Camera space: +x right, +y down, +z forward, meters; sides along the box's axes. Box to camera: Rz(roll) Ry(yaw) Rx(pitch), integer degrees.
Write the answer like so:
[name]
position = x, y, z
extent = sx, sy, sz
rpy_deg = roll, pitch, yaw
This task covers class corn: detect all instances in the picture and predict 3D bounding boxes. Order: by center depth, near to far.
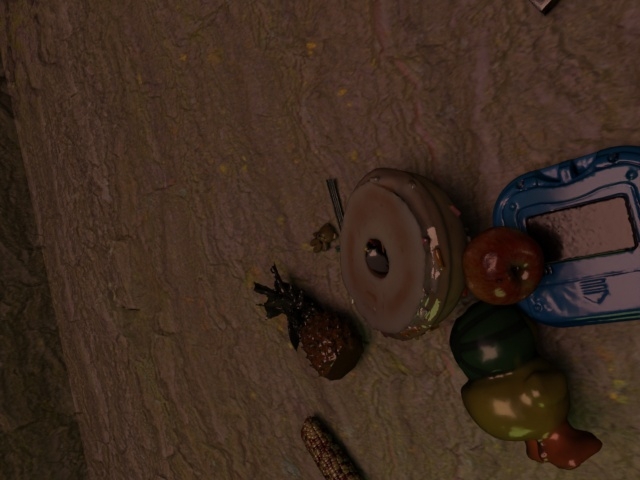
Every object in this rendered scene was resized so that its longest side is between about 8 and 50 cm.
[corn]
position = 0.027, 0.600, 1.477
extent = 0.253, 0.086, 0.086
rpy_deg = 50, 123, 22

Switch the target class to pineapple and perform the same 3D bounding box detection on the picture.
[pineapple]
position = -0.042, 0.214, 1.450
extent = 0.364, 0.165, 0.165
rpy_deg = 38, 118, 38

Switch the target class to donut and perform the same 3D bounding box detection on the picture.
[donut]
position = 0.176, 0.028, 1.175
extent = 0.383, 0.142, 0.382
rpy_deg = 19, 112, 62

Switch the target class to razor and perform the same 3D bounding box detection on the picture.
[razor]
position = 0.047, -0.067, 1.392
extent = 0.068, 0.037, 0.191
rpy_deg = -15, 82, -3

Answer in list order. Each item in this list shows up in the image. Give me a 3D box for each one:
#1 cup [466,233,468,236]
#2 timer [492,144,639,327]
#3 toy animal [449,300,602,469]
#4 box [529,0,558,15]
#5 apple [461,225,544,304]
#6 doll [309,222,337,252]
[cup]
position = 0.293, 0.025, 1.200
extent = 0.074, 0.102, 0.099
rpy_deg = -8, 90, 0
[timer]
position = 0.496, 0.000, 0.999
extent = 0.340, 0.115, 0.309
rpy_deg = -16, 84, 40
[toy animal]
position = 0.371, 0.280, 1.065
extent = 0.191, 0.216, 0.338
rpy_deg = -22, 72, -5
[box]
position = 0.473, -0.508, 0.979
extent = 0.041, 0.050, 0.207
rpy_deg = 53, 124, 16
[apple]
position = 0.329, 0.046, 0.986
extent = 0.131, 0.146, 0.146
rpy_deg = -143, 53, -73
[doll]
position = 0.007, -0.002, 1.441
extent = 0.061, 0.051, 0.093
rpy_deg = 58, 155, 15
